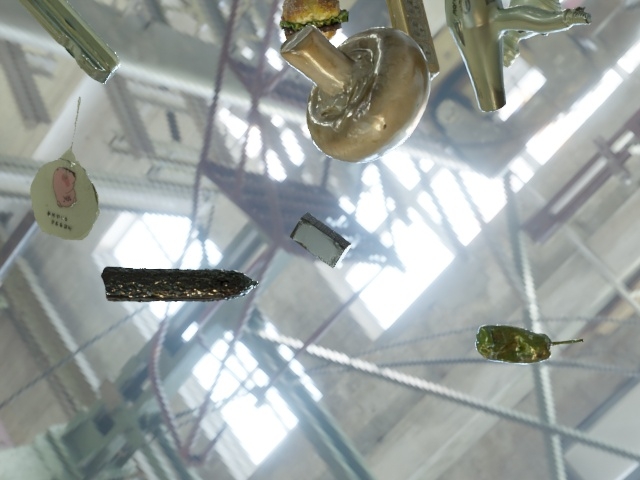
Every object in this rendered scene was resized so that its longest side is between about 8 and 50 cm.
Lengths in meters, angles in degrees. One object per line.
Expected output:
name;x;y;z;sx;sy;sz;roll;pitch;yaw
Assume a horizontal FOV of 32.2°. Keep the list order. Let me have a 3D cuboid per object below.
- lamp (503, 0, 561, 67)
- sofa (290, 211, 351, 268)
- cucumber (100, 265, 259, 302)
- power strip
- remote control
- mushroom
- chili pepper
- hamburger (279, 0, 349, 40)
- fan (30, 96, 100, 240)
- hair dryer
lamp;0.422;-0.456;2.312;0.106;0.193;0.106;32;-163;-11
sofa;0.000;0.000;2.313;0.118;0.060;0.039;36;-153;7
cucumber;-0.267;0.084;2.121;0.300;0.072;0.072;0;-147;-7
power strip;0.151;-0.411;1.952;0.064;0.044;0.305;4;-114;-37
remote control;-0.585;-0.491;2.468;0.335;0.065;0.128;47;157;-8
mushroom;0.041;-0.224;1.570;0.215;0.207;0.207;34;-157;-28
chili pepper;0.383;0.200;2.085;0.204;0.072;0.073;8;-172;-19
hamburger;-0.014;-0.442;2.147;0.137;0.087;0.166;-6;-154;1
fan;-0.530;-0.152;2.325;0.182;0.310;0.010;16;-166;20
hair dryer;0.269;-0.269;1.567;0.225;0.219;0.088;30;-127;28
